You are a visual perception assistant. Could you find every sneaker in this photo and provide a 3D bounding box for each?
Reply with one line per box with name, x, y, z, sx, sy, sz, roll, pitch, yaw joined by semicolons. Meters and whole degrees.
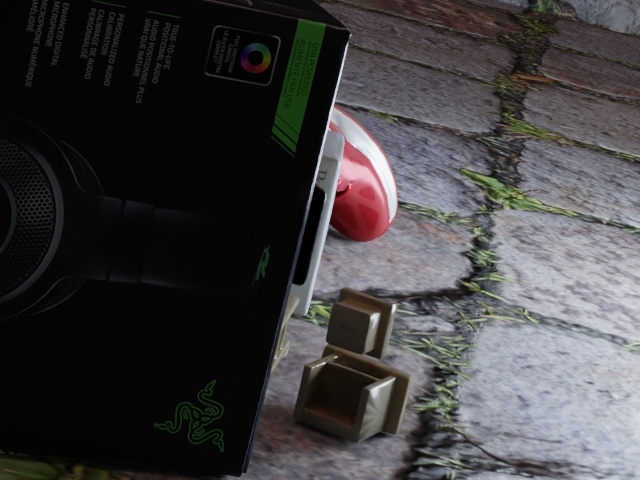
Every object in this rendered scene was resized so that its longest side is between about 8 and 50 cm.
sneaker;-0.026;-0.053;1.352;0.087;0.221;0.128;-16;35;34

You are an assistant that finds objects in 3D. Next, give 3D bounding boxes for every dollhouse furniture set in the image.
dollhouse furniture set;0.000;0.000;1.068;0.161;0.182;0.101;20;17;24

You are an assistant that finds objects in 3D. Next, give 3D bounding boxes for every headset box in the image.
headset box;-0.140;-0.026;0.927;0.283;0.246;0.131;10;15;-18

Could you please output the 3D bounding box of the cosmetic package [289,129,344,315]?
cosmetic package;-0.107;-0.036;1.230;0.231;0.117;0.085;12;16;-2
